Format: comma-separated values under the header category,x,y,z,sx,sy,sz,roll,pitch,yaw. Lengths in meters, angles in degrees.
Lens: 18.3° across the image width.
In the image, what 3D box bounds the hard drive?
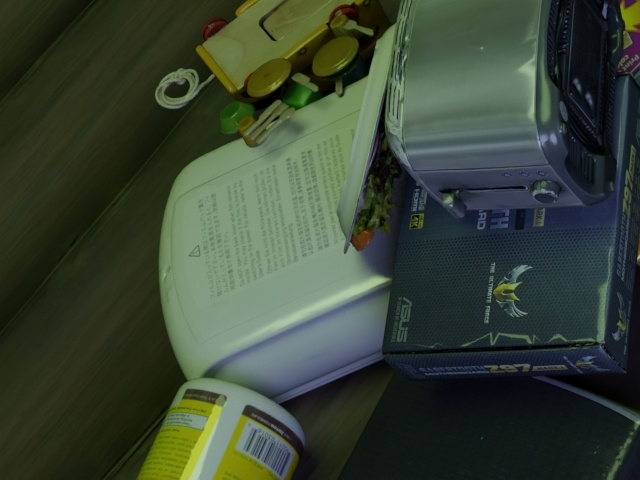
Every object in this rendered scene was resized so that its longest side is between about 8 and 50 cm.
category,x,y,z,sx,sy,sz,roll,pitch,yaw
hard drive,0.136,0.175,1.542,0.254,0.054,0.172,14,66,40

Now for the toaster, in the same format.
category,x,y,z,sx,sy,sz,roll,pitch,yaw
toaster,0.138,-0.124,1.482,0.146,0.129,0.227,-8,61,29

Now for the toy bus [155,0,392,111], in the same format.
category,x,y,z,sx,sy,sz,roll,pitch,yaw
toy bus,-0.028,-0.179,1.887,0.202,0.104,0.191,1,61,25

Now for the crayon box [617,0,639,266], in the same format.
category,x,y,z,sx,sy,sz,roll,pitch,yaw
crayon box,0.334,-0.179,1.610,0.363,0.106,0.313,-44,45,12

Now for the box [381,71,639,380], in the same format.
category,x,y,z,sx,sy,sz,roll,pitch,yaw
box,0.153,-0.010,1.531,0.183,0.059,0.233,-3,64,28

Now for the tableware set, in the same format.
category,x,y,z,sx,sy,sz,roll,pitch,yaw
tableware set,-0.021,-0.141,1.774,0.154,0.024,0.104,-45,34,-8

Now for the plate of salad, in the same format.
category,x,y,z,sx,sy,sz,roll,pitch,yaw
plate of salad,0.051,-0.084,1.574,0.048,0.200,0.200,14,60,1

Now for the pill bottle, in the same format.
category,x,y,z,sx,sy,sz,roll,pitch,yaw
pill bottle,-0.102,0.228,1.617,0.117,0.117,0.215,6,61,37

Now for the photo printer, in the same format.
category,x,y,z,sx,sy,sz,roll,pitch,yaw
photo printer,0.000,0.000,1.731,0.307,0.107,0.256,-25,48,16
